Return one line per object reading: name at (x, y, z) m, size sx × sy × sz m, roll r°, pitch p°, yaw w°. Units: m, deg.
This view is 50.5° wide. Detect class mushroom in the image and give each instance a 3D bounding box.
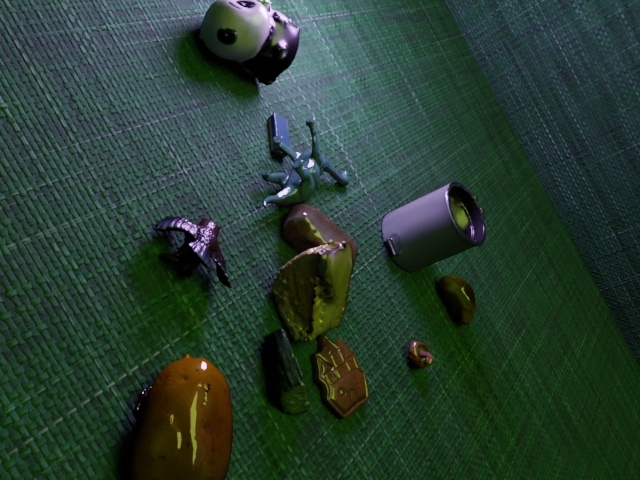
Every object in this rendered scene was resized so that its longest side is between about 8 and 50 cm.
mushroom at (0.297, 0.345, 2.024) m, size 0.129 × 0.073 × 0.088 m, roll -90°, pitch 166°, yaw -83°

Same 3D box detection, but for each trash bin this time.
trash bin at (0.364, -0.039, 2.187) m, size 0.277 × 0.262 × 0.217 m, roll -22°, pitch 87°, yaw -53°

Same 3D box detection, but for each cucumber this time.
cucumber at (-0.085, 0.310, 1.588) m, size 0.115 × 0.086 × 0.193 m, roll 94°, pitch -17°, yaw -71°

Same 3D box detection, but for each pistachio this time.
pistachio at (0.483, 0.195, 2.324) m, size 0.110 × 0.100 × 0.189 m, roll -30°, pitch 91°, yaw -50°

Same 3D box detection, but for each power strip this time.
power strip at (-0.119, -0.301, 1.953) m, size 0.056 × 0.032 × 0.123 m, roll 18°, pitch 56°, yaw -43°

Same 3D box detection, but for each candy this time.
candy at (0.000, 0.000, 1.858) m, size 0.234 × 0.102 × 0.104 m, roll 43°, pitch 42°, yaw -27°

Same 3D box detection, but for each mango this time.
mango at (-0.256, 0.359, 1.292) m, size 0.201 × 0.153 × 0.287 m, roll 36°, pitch 46°, yaw -47°

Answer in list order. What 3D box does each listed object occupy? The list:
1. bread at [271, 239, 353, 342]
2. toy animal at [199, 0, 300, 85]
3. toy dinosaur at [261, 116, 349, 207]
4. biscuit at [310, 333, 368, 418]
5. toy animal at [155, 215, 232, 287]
bread at (-0.011, 0.114, 1.731) m, size 0.204 × 0.162 × 0.262 m, roll -11°, pitch 119°, yaw -54°
toy animal at (-0.197, -0.584, 1.888) m, size 0.267 × 0.212 × 0.212 m, roll 23°, pitch 52°, yaw -50°
toy dinosaur at (-0.027, -0.144, 1.935) m, size 0.331 × 0.129 × 0.383 m, roll 56°, pitch 44°, yaw -45°
biscuit at (0.048, 0.342, 1.764) m, size 0.182 × 0.034 × 0.215 m, roll -22°, pitch 86°, yaw -54°
toy animal at (-0.262, 0.005, 1.526) m, size 0.218 × 0.116 × 0.179 m, roll 42°, pitch 42°, yaw -16°
